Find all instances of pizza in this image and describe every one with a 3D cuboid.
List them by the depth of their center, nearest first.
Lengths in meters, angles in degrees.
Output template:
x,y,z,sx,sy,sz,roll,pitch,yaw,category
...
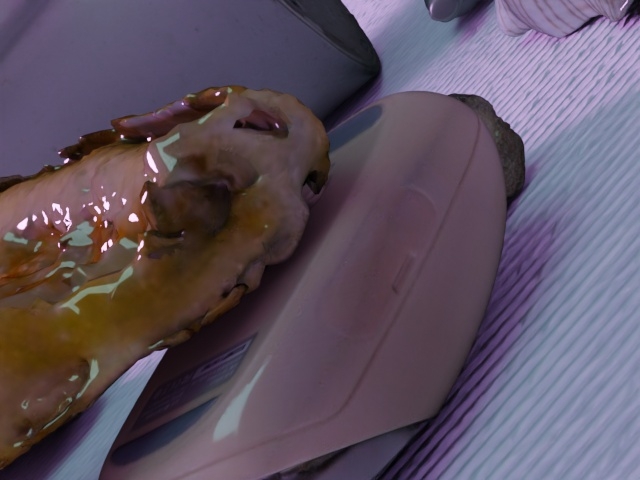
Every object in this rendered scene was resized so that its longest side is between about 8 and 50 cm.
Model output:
x,y,z,sx,sy,sz,roll,pitch,yaw,category
-0.215,0.064,0.757,0.435,0.080,0.392,-34,13,-8,pizza

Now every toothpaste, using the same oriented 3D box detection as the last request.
x,y,z,sx,sy,sz,roll,pitch,yaw,category
0.105,-0.201,1.178,0.067,0.037,0.255,-45,9,26,toothpaste

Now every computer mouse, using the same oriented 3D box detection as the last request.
x,y,z,sx,sy,sz,roll,pitch,yaw,category
0.000,0.040,0.667,0.145,0.082,0.236,-31,24,46,computer mouse

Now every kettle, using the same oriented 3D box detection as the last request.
x,y,z,sx,sy,sz,roll,pitch,yaw,category
-0.204,-0.106,1.194,0.377,0.361,0.250,-44,49,15,kettle

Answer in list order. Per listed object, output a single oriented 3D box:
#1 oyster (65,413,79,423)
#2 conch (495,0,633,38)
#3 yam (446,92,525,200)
x,y,z,sx,sy,sz,roll,pitch,yaw,category
-0.253,0.141,1.181,0.129,0.078,0.345,-31,3,-32,oyster
0.122,-0.182,0.924,0.137,0.114,0.234,-51,11,44,conch
0.000,0.000,0.844,0.253,0.061,0.061,-29,21,46,yam
